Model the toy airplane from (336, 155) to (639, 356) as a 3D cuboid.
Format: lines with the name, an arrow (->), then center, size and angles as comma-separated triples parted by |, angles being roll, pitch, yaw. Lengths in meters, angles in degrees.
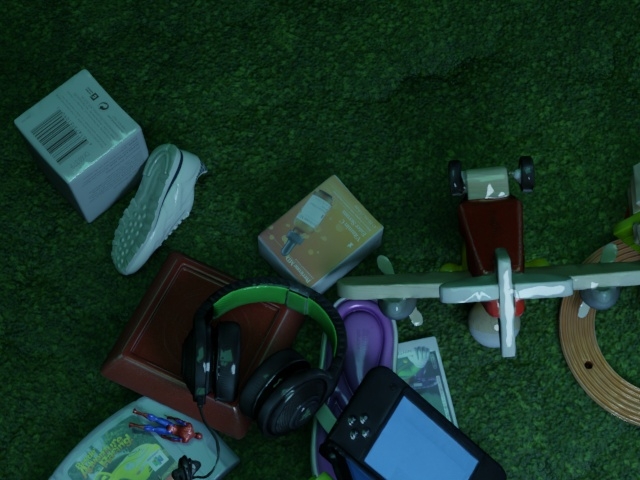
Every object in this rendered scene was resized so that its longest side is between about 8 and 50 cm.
toy airplane -> 0.279, 0.067, 1.916 | 0.384, 0.272, 0.386 | -30, 40, -34

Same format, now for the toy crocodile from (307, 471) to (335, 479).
toy crocodile -> -0.046, 0.441, 1.780 | 0.105, 0.340, 0.115 | -27, 74, -45

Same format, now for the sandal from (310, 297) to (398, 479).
sandal -> 0.061, 0.269, 1.910 | 0.169, 0.102, 0.416 | -6, 65, -3

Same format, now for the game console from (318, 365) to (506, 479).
game console -> 0.159, 0.350, 1.773 | 0.293, 0.173, 0.250 | 42, 62, -13

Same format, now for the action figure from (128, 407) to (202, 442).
action figure -> -0.240, 0.293, 1.915 | 0.115, 0.030, 0.038 | 16, 76, 0

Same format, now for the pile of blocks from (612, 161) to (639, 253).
pile of blocks -> 0.547, 0.058, 1.980 | 0.149, 0.112, 0.362 | 7, 60, -44

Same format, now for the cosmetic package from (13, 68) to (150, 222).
cosmetic package -> -0.391, -0.155, 2.043 | 0.151, 0.184, 0.151 | -40, 76, -13

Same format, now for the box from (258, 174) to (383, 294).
box -> 0.000, 0.000, 2.043 | 0.170, 0.091, 0.130 | -40, 76, -14

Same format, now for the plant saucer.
plant saucer -> -0.186, 0.155, 1.981 | 0.258, 0.048, 0.259 | 24, 61, 7

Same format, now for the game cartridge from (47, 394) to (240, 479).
game cartridge -> -0.298, 0.376, 1.926 | 0.294, 0.060, 0.196 | -42, 72, -14

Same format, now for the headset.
headset -> -0.115, 0.227, 1.866 | 0.243, 0.185, 0.394 | 23, 47, 13

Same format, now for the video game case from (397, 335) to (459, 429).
video game case -> 0.125, 0.263, 1.988 | 0.173, 0.022, 0.190 | -11, 71, -5

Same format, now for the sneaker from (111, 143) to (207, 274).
sneaker -> -0.269, -0.043, 2.059 | 0.090, 0.095, 0.235 | 28, 90, 41

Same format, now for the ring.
ring -> 0.562, 0.151, 2.032 | 0.336, 0.032, 0.337 | 1, 70, -2
